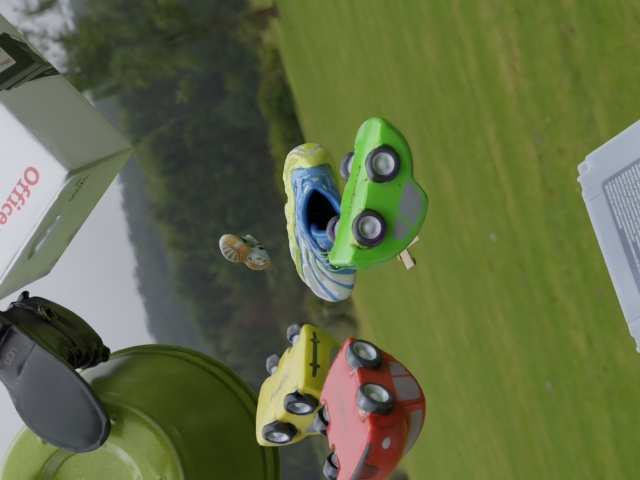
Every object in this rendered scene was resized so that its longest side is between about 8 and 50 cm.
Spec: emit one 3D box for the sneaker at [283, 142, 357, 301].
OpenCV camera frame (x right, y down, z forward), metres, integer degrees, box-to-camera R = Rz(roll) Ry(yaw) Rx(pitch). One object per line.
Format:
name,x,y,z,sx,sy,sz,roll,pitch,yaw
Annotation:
sneaker,0.000,0.000,1.713,0.126,0.091,0.240,-100,-5,-60

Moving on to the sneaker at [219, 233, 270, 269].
sneaker,-0.097,0.008,1.614,0.083,0.032,0.037,34,-152,-47

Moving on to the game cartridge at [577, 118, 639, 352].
game cartridge,0.445,-0.010,1.678,0.198,0.062,0.297,-35,61,42

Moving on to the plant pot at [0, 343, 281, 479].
plant pot,-0.255,0.317,1.743,0.353,0.367,0.366,44,-154,-82

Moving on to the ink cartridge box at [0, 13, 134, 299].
ink cartridge box,-0.498,-0.147,1.852,0.395,0.285,0.166,45,-148,8

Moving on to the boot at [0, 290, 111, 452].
boot,-0.320,0.148,1.643,0.263,0.091,0.229,40,-169,13

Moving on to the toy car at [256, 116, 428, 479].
toy car,0.028,0.036,0.826,0.239,0.053,0.225,177,106,-73

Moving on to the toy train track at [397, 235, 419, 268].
toy train track,0.080,-0.008,1.378,0.014,0.048,0.083,-1,-120,-51
